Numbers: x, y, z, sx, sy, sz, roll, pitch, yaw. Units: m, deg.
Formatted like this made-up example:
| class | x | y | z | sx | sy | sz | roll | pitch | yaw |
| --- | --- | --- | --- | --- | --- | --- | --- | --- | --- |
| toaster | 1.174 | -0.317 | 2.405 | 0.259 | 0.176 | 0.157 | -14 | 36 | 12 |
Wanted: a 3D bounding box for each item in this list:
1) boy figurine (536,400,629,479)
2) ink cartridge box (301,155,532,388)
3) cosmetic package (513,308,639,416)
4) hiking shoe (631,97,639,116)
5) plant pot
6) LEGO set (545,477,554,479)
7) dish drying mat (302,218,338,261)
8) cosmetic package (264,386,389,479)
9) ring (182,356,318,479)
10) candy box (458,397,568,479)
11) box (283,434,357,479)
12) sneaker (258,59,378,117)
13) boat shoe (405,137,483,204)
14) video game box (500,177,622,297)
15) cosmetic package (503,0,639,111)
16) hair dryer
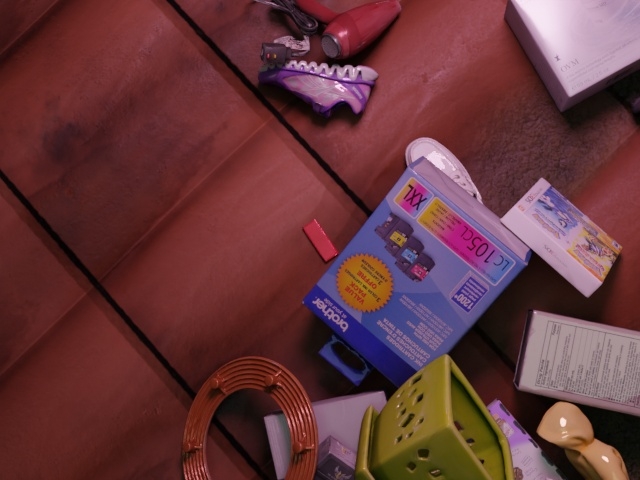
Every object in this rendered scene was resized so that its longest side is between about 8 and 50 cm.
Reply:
| class | x | y | z | sx | sy | sz | roll | pitch | yaw |
| --- | --- | --- | --- | --- | --- | --- | --- | --- | --- |
| boy figurine | 0.493 | 0.412 | 1.667 | 0.092 | 0.177 | 0.285 | -39 | 101 | -5 |
| ink cartridge box | 0.158 | 0.087 | 1.718 | 0.270 | 0.151 | 0.395 | 40 | 113 | 8 |
| cosmetic package | 0.514 | 0.226 | 1.711 | 0.296 | 0.129 | 0.153 | 13 | 89 | 7 |
| hiking shoe | 0.675 | -0.191 | 1.741 | 0.227 | 0.086 | 0.114 | 24 | 86 | 7 |
| plant pot | 0.188 | 0.370 | 1.602 | 0.207 | 0.227 | 0.228 | -31 | 106 | 17 |
| LEGO set | 0.470 | 0.546 | 1.668 | 0.182 | 0.060 | 0.244 | 16 | 130 | 27 |
| dish drying mat | 0.000 | 0.000 | 1.850 | 0.032 | 0.008 | 0.083 | -35 | 82 | 3 |
| cosmetic package | 0.024 | 0.362 | 1.776 | 0.238 | 0.107 | 0.127 | -11 | 86 | 3 |
| ring | -0.143 | 0.383 | 1.744 | 0.337 | 0.032 | 0.336 | -9 | 75 | 36 |
| candy box | 0.333 | 0.422 | 1.748 | 0.165 | 0.070 | 0.196 | -41 | 82 | 2 |
| box | 0.045 | 0.490 | 1.726 | 0.231 | 0.056 | 0.183 | 37 | 107 | -13 |
| sneaker | -0.008 | -0.293 | 1.834 | 0.236 | 0.095 | 0.104 | 7 | 96 | 7 |
| boat shoe | 0.255 | -0.082 | 1.779 | 0.098 | 0.096 | 0.277 | -34 | 83 | 4 |
| video game box | 0.441 | -0.011 | 1.711 | 0.205 | 0.187 | 0.048 | 42 | 126 | 8 |
| cosmetic package | 0.497 | -0.400 | 1.753 | 0.224 | 0.138 | 0.224 | -30 | 82 | 4 |
| hair dryer | 0.014 | -0.437 | 1.816 | 0.294 | 0.080 | 0.223 | -2 | 54 | -8 |
